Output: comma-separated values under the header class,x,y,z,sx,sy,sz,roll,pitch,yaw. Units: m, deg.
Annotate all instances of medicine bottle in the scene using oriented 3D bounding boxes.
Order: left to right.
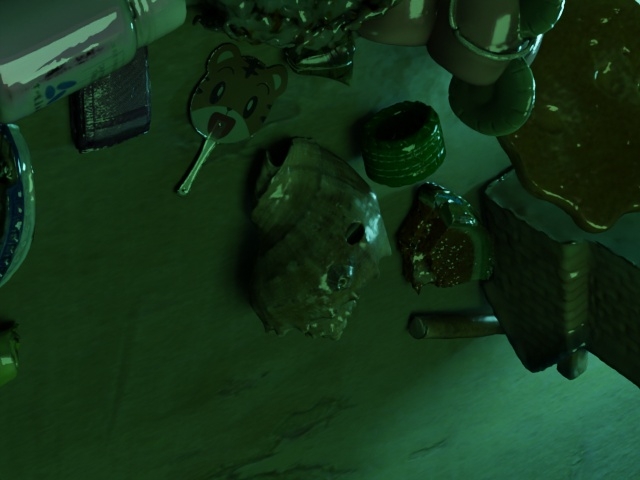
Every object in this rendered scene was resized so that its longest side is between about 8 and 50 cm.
class,x,y,z,sx,sy,sz,roll,pitch,yaw
medicine bottle,-0.293,-0.252,1.584,0.254,0.152,0.152,-30,135,-22

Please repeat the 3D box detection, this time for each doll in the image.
class,x,y,z,sx,sy,sz,roll,pitch,yaw
doll,0.205,-0.301,1.906,0.216,0.268,0.284,-12,125,-38

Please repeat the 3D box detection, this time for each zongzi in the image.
class,x,y,z,sx,sy,sz,roll,pitch,yaw
zongzi,0.000,-0.241,1.938,0.104,0.052,0.113,-24,145,-18

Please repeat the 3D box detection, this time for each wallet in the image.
class,x,y,z,sx,sy,sz,roll,pitch,yaw
wallet,-0.265,-0.197,1.738,0.111,0.030,0.166,-20,130,-30

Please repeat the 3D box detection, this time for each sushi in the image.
class,x,y,z,sx,sy,sz,roll,pitch,yaw
sushi,-0.026,-0.413,1.687,0.417,0.176,0.417,-23,132,-29

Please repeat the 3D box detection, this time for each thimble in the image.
class,x,y,z,sx,sy,sz,roll,pitch,yaw
thimble,0.125,-0.147,2.063,0.130,0.118,0.090,-56,143,-38

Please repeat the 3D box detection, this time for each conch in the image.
class,x,y,z,sx,sy,sz,roll,pitch,yaw
conch,0.009,0.005,2.032,0.263,0.186,0.324,-43,143,-37

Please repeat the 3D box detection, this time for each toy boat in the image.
class,x,y,z,sx,sy,sz,roll,pitch,yaw
toy boat,-0.419,-0.024,1.655,0.115,0.114,0.262,-24,137,-45

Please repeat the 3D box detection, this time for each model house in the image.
class,x,y,z,sx,sy,sz,roll,pitch,yaw
model house,0.556,0.071,2.359,0.395,0.445,0.400,-28,132,-27

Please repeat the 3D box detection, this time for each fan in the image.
class,x,y,z,sx,sy,sz,roll,pitch,yaw
fan,-0.139,-0.158,1.896,0.152,0.008,0.226,20,103,-48

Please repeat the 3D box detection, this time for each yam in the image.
class,x,y,z,sx,sy,sz,roll,pitch,yaw
yam,0.260,0.152,2.448,0.264,0.046,0.046,1,117,-42

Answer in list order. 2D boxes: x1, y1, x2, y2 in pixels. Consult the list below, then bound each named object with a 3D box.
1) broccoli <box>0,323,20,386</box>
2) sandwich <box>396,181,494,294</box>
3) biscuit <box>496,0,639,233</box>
class,x,y,z,sx,sy,sz,roll,pitch,yaw
broccoli,-0.473,0.211,1.684,0.302,0.186,0.254,7,76,-37
sandwich,0.211,0.000,2.269,0.159,0.079,0.235,-34,136,-19
biscuit,0.439,-0.212,2.180,0.365,0.062,0.385,-31,93,-19
